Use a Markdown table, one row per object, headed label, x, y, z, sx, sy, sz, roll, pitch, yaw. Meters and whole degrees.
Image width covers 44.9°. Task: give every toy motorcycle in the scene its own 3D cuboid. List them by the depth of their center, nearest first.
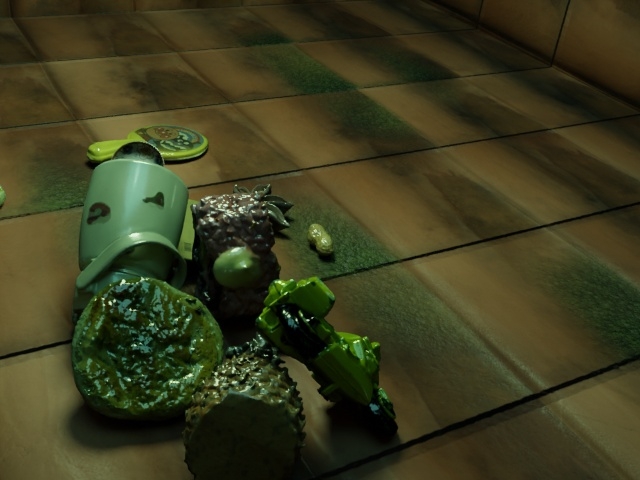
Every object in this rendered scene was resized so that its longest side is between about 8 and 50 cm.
| label | x | y | z | sx | sy | sz | roll | pitch | yaw |
| --- | --- | --- | --- | --- | --- | --- | --- | --- | --- |
| toy motorcycle | 0.024 | 0.202 | 1.398 | 0.142 | 0.342 | 0.206 | -42 | 27 | -2 |

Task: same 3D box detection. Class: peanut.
| label | x | y | z | sx | sy | sz | roll | pitch | yaw |
| --- | --- | --- | --- | --- | --- | --- | --- | --- | --- |
| peanut | 0.000 | 0.000 | 1.896 | 0.054 | 0.053 | 0.113 | -8 | 36 | -23 |

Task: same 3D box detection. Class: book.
| label | x | y | z | sx | sy | sz | roll | pitch | yaw |
| --- | --- | --- | --- | --- | --- | --- | --- | --- | --- |
| book | -0.247 | -0.014 | 1.785 | 0.192 | 0.013 | 0.167 | 13 | 52 | -30 |

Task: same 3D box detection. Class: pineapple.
| label | x | y | z | sx | sy | sz | roll | pitch | yaw |
| --- | --- | --- | --- | --- | --- | --- | --- | --- | --- |
| pineapple | -0.121 | 0.278 | 1.344 | 0.202 | 0.201 | 0.362 | 6 | 14 | -2 |

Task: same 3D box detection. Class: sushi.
| label | x | y | z | sx | sy | sz | roll | pitch | yaw |
| --- | --- | --- | --- | --- | --- | --- | --- | --- | --- |
| sushi | -0.181 | 0.028 | 1.613 | 0.171 | 0.270 | 0.236 | -7 | 22 | -15 |

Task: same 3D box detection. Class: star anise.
| label | x | y | z | sx | sy | sz | roll | pitch | yaw |
| --- | --- | --- | --- | --- | --- | --- | --- | --- | --- |
| star anise | -0.161 | -0.080 | 1.965 | 0.197 | 0.073 | 0.212 | -11 | 39 | -20 |

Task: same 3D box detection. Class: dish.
| label | x | y | z | sx | sy | sz | roll | pitch | yaw |
| --- | --- | --- | --- | --- | --- | --- | --- | --- | --- |
| dish | -0.487 | -0.187 | 2.073 | 0.141 | 0.078 | 0.141 | 2 | 75 | -7 |

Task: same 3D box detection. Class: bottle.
| label | x | y | z | sx | sy | sz | roll | pitch | yaw |
| --- | --- | --- | --- | --- | --- | --- | --- | --- | --- |
| bottle | -0.387 | 0.028 | 1.561 | 0.229 | 0.229 | 0.351 | 6 | 63 | -2 |

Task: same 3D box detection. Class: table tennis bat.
| label | x | y | z | sx | sy | sz | roll | pitch | yaw |
| --- | --- | --- | --- | --- | --- | --- | --- | --- | --- |
| table tennis bat | -0.496 | -0.277 | 2.225 | 0.369 | 0.054 | 0.224 | -17 | 39 | -39 |

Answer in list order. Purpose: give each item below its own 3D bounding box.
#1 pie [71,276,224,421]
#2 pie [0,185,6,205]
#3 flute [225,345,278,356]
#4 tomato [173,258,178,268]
| label | x | y | z | sx | sy | sz | roll | pitch | yaw |
| --- | --- | --- | --- | --- | --- | --- | --- | --- | --- |
| pie | -0.309 | 0.199 | 1.396 | 0.277 | 0.078 | 0.276 | 6 | 67 | -13 |
| pie | -0.865 | -0.103 | 1.887 | 0.187 | 0.041 | 0.186 | 5 | 32 | -3 |
| flute | -0.077 | 0.214 | 1.567 | 0.233 | 0.027 | 0.027 | -3 | 34 | -17 |
| tomato | -0.402 | 0.017 | 1.751 | 0.173 | 0.099 | 0.189 | 11 | 66 | -19 |
